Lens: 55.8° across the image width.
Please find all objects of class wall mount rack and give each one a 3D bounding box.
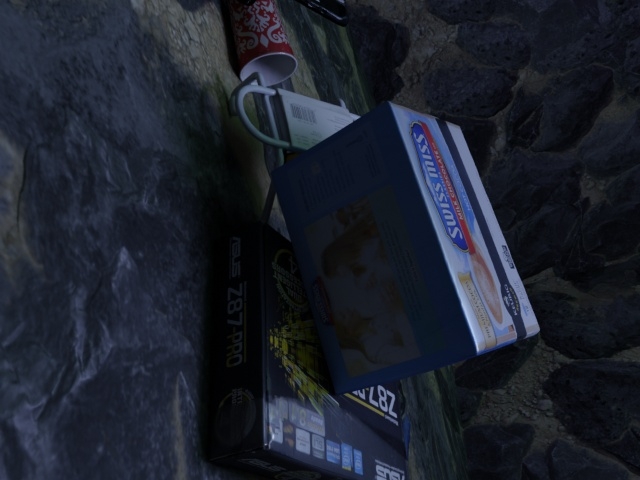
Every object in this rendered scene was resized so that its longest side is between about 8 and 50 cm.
[{"bbox_3d":[-0.027,-0.126,1.060,0.350,0.130,0.304,6,64,-44],"label":"wall mount rack"}]

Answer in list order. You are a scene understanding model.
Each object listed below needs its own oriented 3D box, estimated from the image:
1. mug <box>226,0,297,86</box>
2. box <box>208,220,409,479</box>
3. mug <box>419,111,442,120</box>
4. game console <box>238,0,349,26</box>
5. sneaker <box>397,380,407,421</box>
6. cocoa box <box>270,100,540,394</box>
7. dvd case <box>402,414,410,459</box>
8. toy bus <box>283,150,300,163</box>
[{"bbox_3d":[-0.128,-0.394,1.183,0.150,0.113,0.169,-38,-116,58],"label":"mug"},{"bbox_3d":[-0.004,0.198,0.899,0.395,0.097,0.318,41,37,-45],"label":"box"},{"bbox_3d":[0.164,-0.146,1.498,0.276,0.374,0.328,38,78,-53],"label":"mug"},{"bbox_3d":[-0.090,-0.502,1.152,0.361,0.044,0.213,17,53,-33],"label":"game console"},{"bbox_3d":[0.156,0.337,1.489,0.227,0.087,0.130,-88,161,-50],"label":"sneaker"},{"bbox_3d":[0.118,0.016,0.881,0.228,0.231,0.347,1,68,-53],"label":"cocoa box"},{"bbox_3d":[0.204,0.458,1.684,0.180,0.022,0.253,-57,131,-70],"label":"dvd case"},{"bbox_3d":[0.003,-0.188,1.359,0.332,0.130,0.108,-76,148,-62],"label":"toy bus"}]
